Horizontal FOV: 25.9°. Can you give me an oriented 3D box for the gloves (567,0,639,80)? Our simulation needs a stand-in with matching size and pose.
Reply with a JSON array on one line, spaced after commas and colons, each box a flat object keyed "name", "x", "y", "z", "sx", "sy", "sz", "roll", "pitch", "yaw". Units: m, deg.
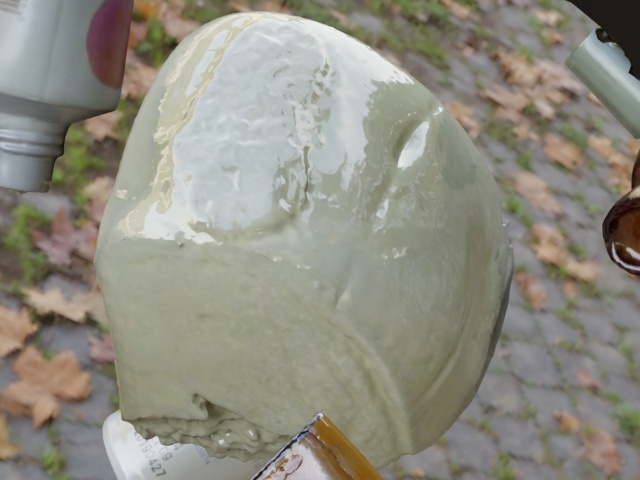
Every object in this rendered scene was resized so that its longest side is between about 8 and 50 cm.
[{"name": "gloves", "x": 0.134, "y": -0.129, "z": 0.493, "sx": 0.129, "sy": 0.106, "sz": 0.181, "roll": 18, "pitch": 40, "yaw": 3}]

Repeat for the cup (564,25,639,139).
[{"name": "cup", "x": 0.234, "y": -0.126, "z": 1.064, "sx": 0.083, "sy": 0.054, "sz": 0.075, "roll": 45, "pitch": 0, "yaw": 6}]

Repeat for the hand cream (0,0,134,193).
[{"name": "hand cream", "x": -0.104, "y": -0.188, "z": 0.617, "sx": 0.077, "sy": 0.341, "sz": 0.124, "roll": 10, "pitch": 5, "yaw": -29}]

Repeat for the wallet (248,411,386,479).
[{"name": "wallet", "x": -0.015, "y": 0.207, "z": 0.661, "sx": 0.161, "sy": 0.195, "sz": 0.042, "roll": 46, "pitch": 2, "yaw": 2}]

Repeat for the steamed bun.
[{"name": "steamed bun", "x": 0.000, "y": 0.000, "z": 0.965, "sx": 0.272, "sy": 0.273, "sz": 0.290, "roll": 3, "pitch": 55, "yaw": 6}]

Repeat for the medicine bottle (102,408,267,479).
[{"name": "medicine bottle", "x": -0.073, "y": 0.175, "z": 1.368, "sx": 0.143, "sy": 0.258, "sz": 0.143, "roll": 61, "pitch": 2, "yaw": -3}]

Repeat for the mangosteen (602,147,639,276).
[{"name": "mangosteen", "x": 0.278, "y": -0.018, "z": 0.641, "sx": 0.287, "sy": 0.288, "sz": 0.233, "roll": -7, "pitch": 30, "yaw": -44}]
